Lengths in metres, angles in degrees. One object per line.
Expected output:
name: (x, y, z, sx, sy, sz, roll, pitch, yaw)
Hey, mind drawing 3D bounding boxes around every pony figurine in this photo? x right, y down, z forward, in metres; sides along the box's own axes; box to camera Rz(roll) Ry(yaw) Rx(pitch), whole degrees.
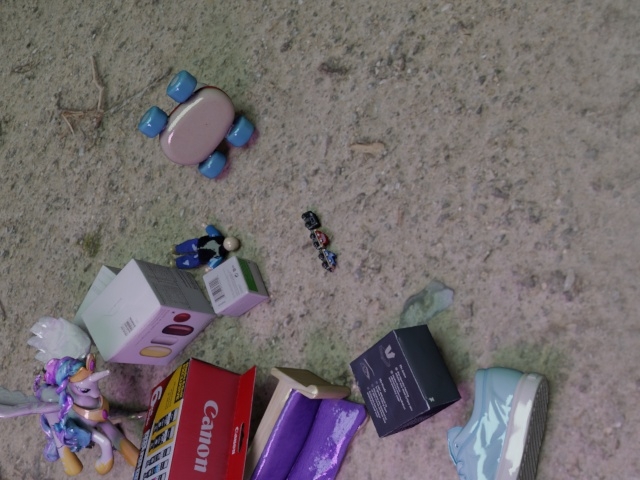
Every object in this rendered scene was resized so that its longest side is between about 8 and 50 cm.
pony figurine: (-0.570, 0.350, 1.448, 0.351, 0.303, 0.363, 12, 127, 22)

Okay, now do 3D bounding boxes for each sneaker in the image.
sneaker: (0.288, 0.399, 1.151, 0.150, 0.135, 0.365, 9, 73, 38)

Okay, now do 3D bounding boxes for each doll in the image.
doll: (-0.282, 0.018, 1.599, 0.189, 0.046, 0.128, -11, 73, 27)

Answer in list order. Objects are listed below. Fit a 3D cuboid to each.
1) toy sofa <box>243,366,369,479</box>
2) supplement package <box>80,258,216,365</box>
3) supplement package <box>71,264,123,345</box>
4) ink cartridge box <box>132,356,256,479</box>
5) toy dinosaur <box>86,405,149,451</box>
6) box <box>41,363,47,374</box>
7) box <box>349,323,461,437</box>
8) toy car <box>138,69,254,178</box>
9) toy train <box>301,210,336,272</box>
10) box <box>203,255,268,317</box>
toy sofa: (-0.064, 0.447, 1.310, 0.177, 0.150, 0.362, 25, 90, 33)
supplement package: (-0.397, 0.173, 1.532, 0.194, 0.203, 0.149, -45, 61, 13)
supplement package: (-0.526, 0.169, 1.661, 0.105, 0.105, 0.179, 31, 93, 30)
ink cartridge box: (-0.261, 0.412, 1.327, 0.272, 0.130, 0.309, -41, 34, 41)
toy dinosaur: (-0.528, 0.456, 1.619, 0.268, 0.064, 0.118, -2, 70, 25)
box: (-0.666, 0.333, 1.710, 0.052, 0.083, 0.062, 41, 98, 30)
box: (0.155, 0.264, 1.236, 0.158, 0.093, 0.155, -47, 57, 43)
toy car: (-0.318, -0.313, 1.647, 0.210, 0.219, 0.238, -48, 31, 11)
toy train: (0.000, 0.000, 1.460, 0.036, 0.027, 0.158, -27, 65, 9)
box: (-0.194, 0.107, 1.504, 0.102, 0.087, 0.101, -32, 64, 18)
